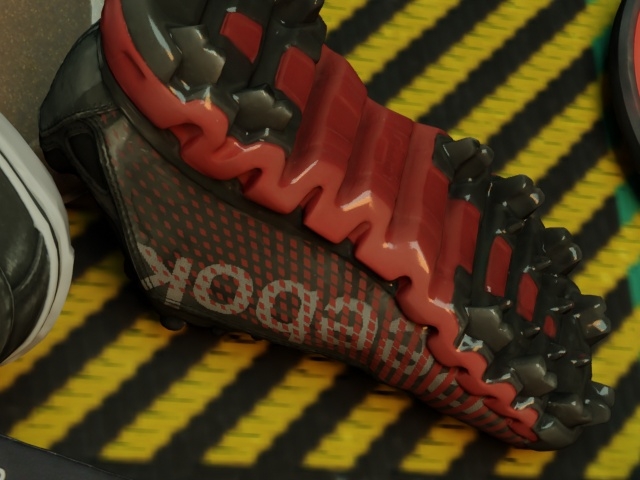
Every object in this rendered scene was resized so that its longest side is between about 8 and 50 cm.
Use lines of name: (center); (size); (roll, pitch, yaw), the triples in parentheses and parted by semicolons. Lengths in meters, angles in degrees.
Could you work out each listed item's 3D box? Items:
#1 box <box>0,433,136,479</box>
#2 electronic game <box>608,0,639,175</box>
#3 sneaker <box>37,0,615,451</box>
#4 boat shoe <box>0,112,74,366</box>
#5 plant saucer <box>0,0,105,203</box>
box: (-0.098, 0.158, 0.517); (0.207, 0.108, 0.153); (21, 60, -7)
electronic game: (0.248, -0.063, 0.778); (0.229, 0.048, 0.229); (7, 63, -15)
sneaker: (0.000, 0.000, 0.639); (0.276, 0.135, 0.098); (40, 43, -23)
boat shoe: (-0.209, -0.082, 0.497); (0.335, 0.119, 0.121); (41, 95, -7)
plant saucer: (-0.146, -0.105, 0.640); (0.198, 0.036, 0.199); (11, 74, -41)
